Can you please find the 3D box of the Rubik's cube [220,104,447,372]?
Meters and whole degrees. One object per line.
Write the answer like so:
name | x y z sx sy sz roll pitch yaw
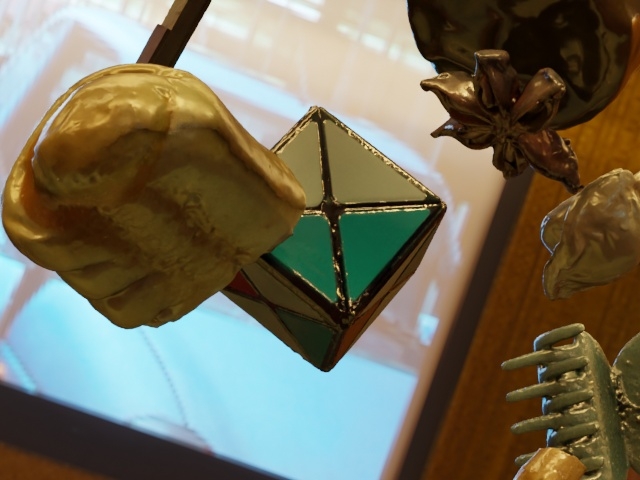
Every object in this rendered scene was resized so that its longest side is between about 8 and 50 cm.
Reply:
Rubik's cube | 0.000 0.000 2.044 0.246 0.248 0.250 37 -20 9

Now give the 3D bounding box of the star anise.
star anise | 0.189 -0.133 1.506 0.171 0.063 0.208 15 -26 25

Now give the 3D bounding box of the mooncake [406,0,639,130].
mooncake | 0.230 -0.259 1.587 0.284 0.155 0.284 24 -39 21

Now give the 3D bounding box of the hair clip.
hair clip | 0.479 0.322 2.608 0.392 0.318 0.238 -20 -23 38

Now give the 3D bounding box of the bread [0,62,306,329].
bread | -0.227 -0.071 1.750 0.341 0.300 0.210 39 11 -50

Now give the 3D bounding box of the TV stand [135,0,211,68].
TV stand | -0.221 -0.301 2.135 0.040 0.256 0.049 28 3 -30

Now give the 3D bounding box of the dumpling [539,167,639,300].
dumpling | 0.327 -0.010 1.742 0.118 0.199 0.136 38 11 37

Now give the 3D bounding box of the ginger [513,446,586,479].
ginger | 0.161 0.311 1.434 0.065 0.299 0.118 31 29 -3
